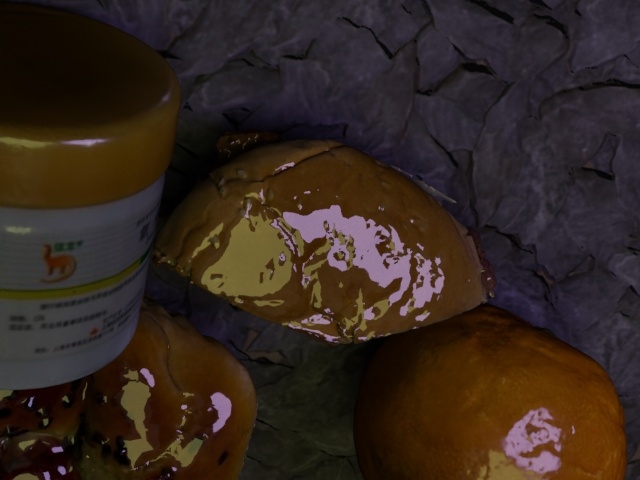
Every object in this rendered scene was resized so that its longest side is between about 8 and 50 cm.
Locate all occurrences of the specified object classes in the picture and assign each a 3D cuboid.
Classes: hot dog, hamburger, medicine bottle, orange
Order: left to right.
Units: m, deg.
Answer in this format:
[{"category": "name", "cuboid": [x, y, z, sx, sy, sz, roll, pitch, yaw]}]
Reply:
[{"category": "medicine bottle", "cuboid": [-0.242, -0.039, 1.061, 0.237, 0.238, 0.232, 5, 121, -14]}, {"category": "hot dog", "cuboid": [-0.243, 0.207, 1.242, 0.367, 0.196, 0.365, 10, 115, -19]}, {"category": "hamburger", "cuboid": [0.000, 0.000, 1.184, 0.282, 0.155, 0.245, -25, 111, -9]}, {"category": "orange", "cuboid": [0.156, 0.183, 1.260, 0.261, 0.261, 0.261, -5, 121, -8]}]
